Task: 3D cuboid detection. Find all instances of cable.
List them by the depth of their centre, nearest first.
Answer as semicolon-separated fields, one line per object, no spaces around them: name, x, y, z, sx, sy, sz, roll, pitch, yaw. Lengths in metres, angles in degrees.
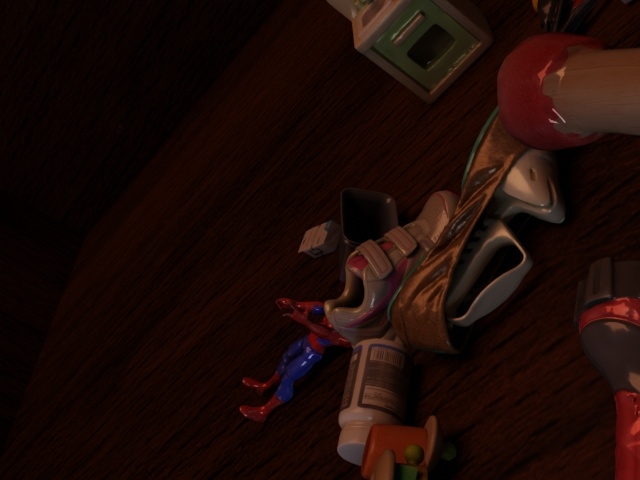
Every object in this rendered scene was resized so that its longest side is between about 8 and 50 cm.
cable;0.332;-0.282;1.117;0.139;0.072;0.287;-3;69;44

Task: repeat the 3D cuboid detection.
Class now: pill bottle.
pill bottle;0.065;0.194;0.979;0.078;0.078;0.137;-31;34;46

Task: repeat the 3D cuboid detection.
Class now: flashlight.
flashlight;0.243;0.158;0.640;0.103;0.103;0.304;-27;36;48

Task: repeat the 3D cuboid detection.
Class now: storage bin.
storage bin;0.069;0.000;1.217;0.135;0.098;0.091;-90;12;-51

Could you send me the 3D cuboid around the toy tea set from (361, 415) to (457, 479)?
toy tea set;0.089;0.318;0.781;0.200;0.124;0.336;103;-179;-60

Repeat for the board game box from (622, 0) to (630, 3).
board game box;0.464;-0.463;1.049;0.193;0.053;0.305;-29;36;48

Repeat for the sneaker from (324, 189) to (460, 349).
sneaker;0.097;0.037;1.070;0.252;0.111;0.103;-58;23;-2

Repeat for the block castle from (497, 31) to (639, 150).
block castle;0.363;-0.200;0.603;0.453;0.303;0.213;-58;22;-3

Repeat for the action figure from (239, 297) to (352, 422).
action figure;-0.046;0.146;1.195;0.280;0.139;0.091;-42;29;27

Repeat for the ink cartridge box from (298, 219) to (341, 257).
ink cartridge box;0.000;0.000;1.414;0.083;0.028;0.048;-20;43;54

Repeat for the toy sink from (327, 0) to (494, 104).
toy sink;0.140;-0.359;1.331;0.153;0.234;0.131;-44;26;28

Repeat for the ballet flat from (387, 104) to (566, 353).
ballet flat;0.204;-0.015;0.950;0.124;0.116;0.342;30;88;47
